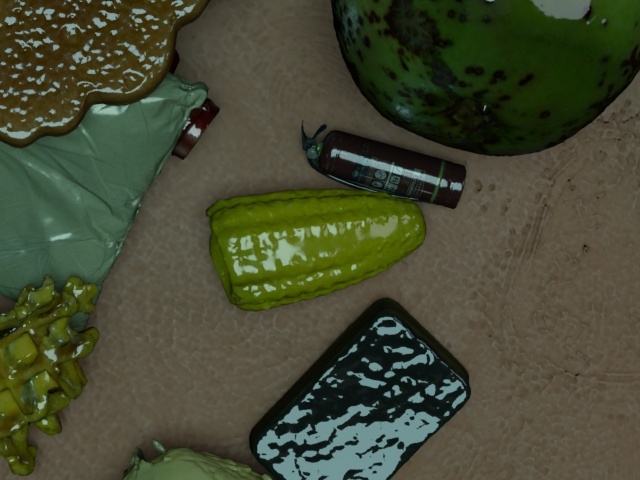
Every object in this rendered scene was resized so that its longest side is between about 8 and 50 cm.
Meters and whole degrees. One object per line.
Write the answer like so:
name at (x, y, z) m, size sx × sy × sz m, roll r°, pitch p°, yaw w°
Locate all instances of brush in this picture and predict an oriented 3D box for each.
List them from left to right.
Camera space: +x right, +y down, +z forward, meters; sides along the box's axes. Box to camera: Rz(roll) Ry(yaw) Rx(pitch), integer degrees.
brush at (0.037, 0.161, 1.756) m, size 0.123 × 0.059 × 0.197 m, roll 43°, pitch 94°, yaw -8°

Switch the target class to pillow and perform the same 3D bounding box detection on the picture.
pillow at (-0.280, -0.082, 1.678) m, size 0.274 × 0.076 × 0.281 m, roll 29°, pitch 114°, yaw -4°

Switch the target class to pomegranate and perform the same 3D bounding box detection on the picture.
pomegranate at (0.147, -0.249, 1.643) m, size 0.285 × 0.285 × 0.341 m, roll 7°, pitch 66°, yaw -3°

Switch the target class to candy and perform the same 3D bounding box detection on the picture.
candy at (0.000, 0.000, 1.724) m, size 0.199 × 0.094 × 0.106 m, roll -10°, pitch 91°, yaw -7°

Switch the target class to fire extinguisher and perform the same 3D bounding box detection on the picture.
fire extinguisher at (0.053, -0.068, 1.742) m, size 0.158 × 0.043 × 0.064 m, roll 15°, pitch 137°, yaw -3°

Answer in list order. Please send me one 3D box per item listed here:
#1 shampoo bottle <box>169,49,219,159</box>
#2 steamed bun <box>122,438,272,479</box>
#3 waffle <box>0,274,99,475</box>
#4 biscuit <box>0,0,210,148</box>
shampoo bottle at (-0.211, -0.171, 1.706) m, size 0.260 × 0.064 × 0.102 m, roll 35°, pitch 102°, yaw -5°
steamed bun at (-0.101, 0.326, 1.709) m, size 0.273 × 0.166 × 0.232 m, roll 40°, pitch 99°, yaw -6°
waffle at (-0.357, 0.100, 1.702) m, size 0.293 × 0.069 × 0.260 m, roll 23°, pitch 113°, yaw -5°
biscuit at (-0.190, -0.209, 1.600) m, size 0.186 × 0.044 × 0.295 m, roll 42°, pitch 81°, yaw 2°
